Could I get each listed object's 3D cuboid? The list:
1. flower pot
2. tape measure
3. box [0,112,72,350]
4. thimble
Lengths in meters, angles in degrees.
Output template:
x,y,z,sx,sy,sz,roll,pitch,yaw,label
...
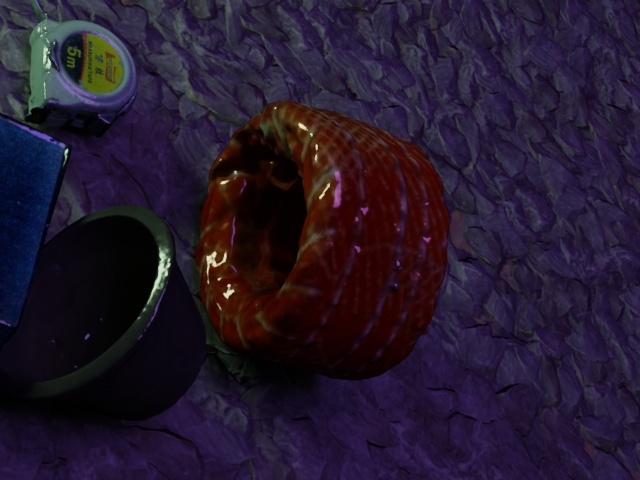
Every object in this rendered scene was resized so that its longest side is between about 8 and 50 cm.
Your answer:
x,y,z,sx,sy,sz,roll,pitch,yaw,label
-0.242,0.110,1.715,0.166,0.269,0.269,49,40,-39,flower pot
-0.328,-0.294,1.960,0.164,0.084,0.330,17,57,-35,tape measure
-0.453,-0.036,1.676,0.261,0.116,0.279,24,51,-20,box
0.000,0.000,1.893,0.231,0.350,0.350,13,58,-34,thimble
